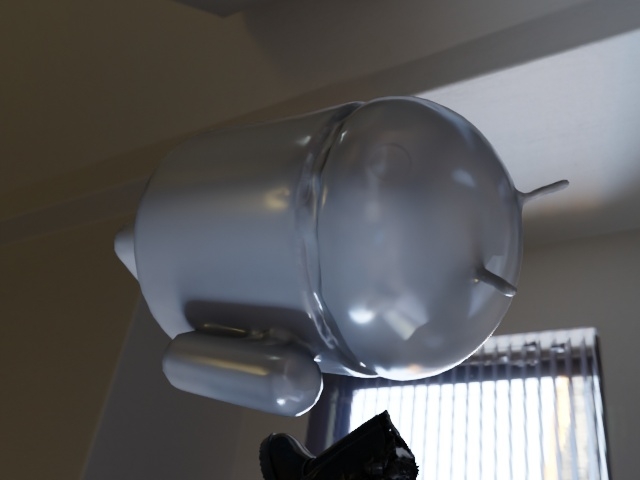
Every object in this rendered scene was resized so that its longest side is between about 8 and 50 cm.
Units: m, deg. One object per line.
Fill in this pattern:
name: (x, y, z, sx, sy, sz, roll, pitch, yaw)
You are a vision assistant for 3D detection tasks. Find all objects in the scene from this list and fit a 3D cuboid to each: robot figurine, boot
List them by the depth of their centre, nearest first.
boot: (0.010, 0.150, 0.461, 0.045, 0.099, 0.121, 52, -175, -18)
robot figurine: (0.000, 0.000, 0.525, 0.200, 0.353, 0.300, 56, -132, -34)
